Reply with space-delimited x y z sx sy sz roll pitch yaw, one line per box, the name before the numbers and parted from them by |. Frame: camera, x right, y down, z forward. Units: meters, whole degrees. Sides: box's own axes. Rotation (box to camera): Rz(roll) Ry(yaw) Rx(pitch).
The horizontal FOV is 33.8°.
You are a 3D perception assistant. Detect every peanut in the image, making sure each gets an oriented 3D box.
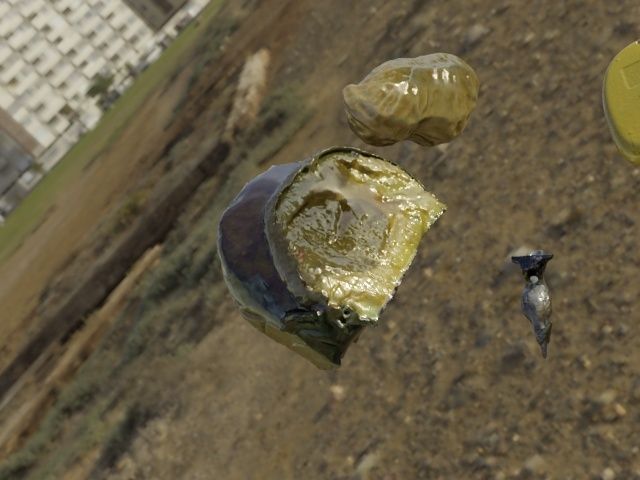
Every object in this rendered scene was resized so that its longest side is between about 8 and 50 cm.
peanut | 0.091 -0.134 1.040 0.083 0.093 0.194 -10 9 42

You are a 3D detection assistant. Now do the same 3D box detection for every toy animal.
toy animal | 0.367 0.098 1.768 0.070 0.105 0.202 -9 68 13

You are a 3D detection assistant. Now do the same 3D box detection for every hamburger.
hamburger | 0.000 0.000 1.156 0.132 0.211 0.309 -55 -2 42

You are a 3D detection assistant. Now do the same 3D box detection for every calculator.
calculator | 0.424 -0.167 1.293 0.146 0.032 0.235 -25 46 21
